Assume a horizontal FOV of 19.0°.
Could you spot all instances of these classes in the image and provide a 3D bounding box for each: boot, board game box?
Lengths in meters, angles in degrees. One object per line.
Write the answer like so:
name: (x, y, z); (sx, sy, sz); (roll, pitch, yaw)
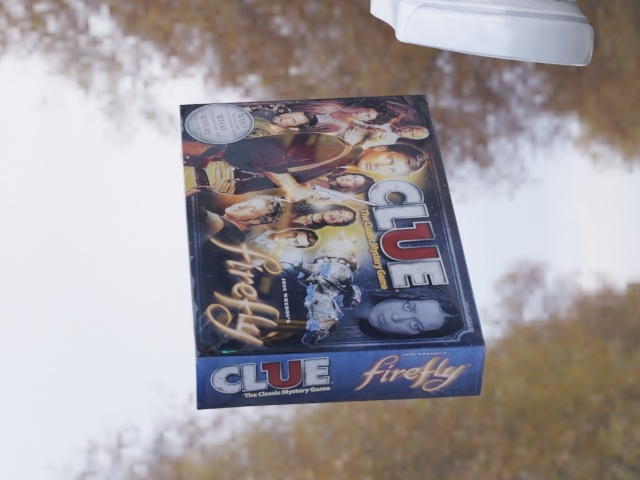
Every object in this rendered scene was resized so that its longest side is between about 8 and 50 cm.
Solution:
boot: (0.085, -0.168, 1.034); (0.258, 0.095, 0.123); (-135, 52, -70)
board game box: (0.000, 0.000, 1.163); (0.243, 0.165, 0.042); (-99, 9, -50)
